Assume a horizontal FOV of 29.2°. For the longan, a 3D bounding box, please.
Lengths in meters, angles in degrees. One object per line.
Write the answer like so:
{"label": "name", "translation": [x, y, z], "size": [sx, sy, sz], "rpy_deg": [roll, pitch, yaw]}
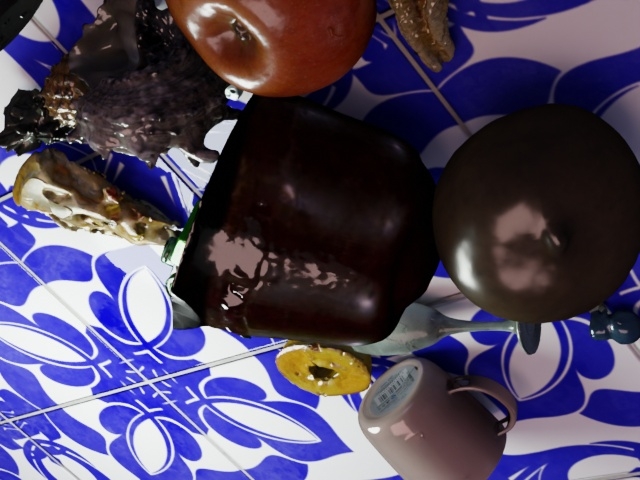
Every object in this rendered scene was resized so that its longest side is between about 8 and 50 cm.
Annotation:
{"label": "longan", "translation": [0.286, -0.038, 1.606], "size": [0.297, 0.297, 0.297], "rpy_deg": [14, 139, 12]}

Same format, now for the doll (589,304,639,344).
{"label": "doll", "translation": [0.455, 0.134, 1.891], "size": [0.083, 0.050, 0.076], "rpy_deg": [1, 139, 23]}

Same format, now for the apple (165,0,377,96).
{"label": "apple", "translation": [-0.064, -0.305, 1.515], "size": [0.251, 0.206, 0.272], "rpy_deg": [6, 138, 53]}

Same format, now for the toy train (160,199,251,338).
{"label": "toy train", "translation": [-0.140, 0.041, 2.025], "size": [0.243, 0.132, 0.188], "rpy_deg": [24, 136, -3]}

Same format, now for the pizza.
{"label": "pizza", "translation": [-0.377, -0.050, 2.063], "size": [0.297, 0.071, 0.189], "rpy_deg": [26, 146, -26]}

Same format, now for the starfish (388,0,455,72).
{"label": "starfish", "translation": [0.178, -0.379, 1.440], "size": [0.323, 0.082, 0.432], "rpy_deg": [-12, 137, 26]}

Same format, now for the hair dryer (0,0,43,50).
{"label": "hair dryer", "translation": [-0.571, -0.381, 1.835], "size": [0.320, 0.156, 0.284], "rpy_deg": [38, 160, 4]}

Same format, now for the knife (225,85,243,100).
{"label": "knife", "translation": [-0.190, -0.245, 1.816], "size": [0.162, 0.023, 0.044], "rpy_deg": [20, 144, 5]}

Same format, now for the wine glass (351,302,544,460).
{"label": "wine glass", "translation": [0.197, 0.223, 1.980], "size": [0.309, 0.264, 0.096], "rpy_deg": [-4, 175, 30]}

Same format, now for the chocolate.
{"label": "chocolate", "translation": [0.000, 0.000, 1.737], "size": [0.331, 0.384, 0.384], "rpy_deg": [23, 140, 0]}

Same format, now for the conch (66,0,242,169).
{"label": "conch", "translation": [-0.247, -0.206, 1.689], "size": [0.240, 0.313, 0.186], "rpy_deg": [-26, 152, -8]}

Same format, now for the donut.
{"label": "donut", "translation": [0.013, 0.212, 2.185], "size": [0.178, 0.065, 0.162], "rpy_deg": [-8, 135, 31]}

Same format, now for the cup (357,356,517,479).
{"label": "cup", "translation": [0.208, 0.307, 2.104], "size": [0.252, 0.191, 0.200], "rpy_deg": [-32, 113, 30]}

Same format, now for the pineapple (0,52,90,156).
{"label": "pineapple", "translation": [-0.413, -0.206, 1.903], "size": [0.237, 0.119, 0.111], "rpy_deg": [-26, 109, 38]}
